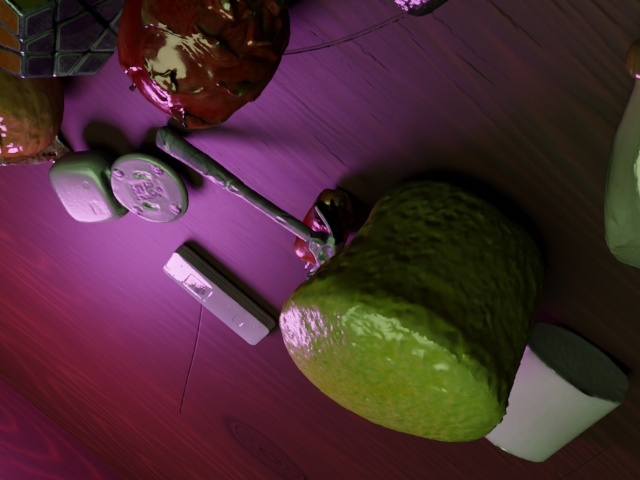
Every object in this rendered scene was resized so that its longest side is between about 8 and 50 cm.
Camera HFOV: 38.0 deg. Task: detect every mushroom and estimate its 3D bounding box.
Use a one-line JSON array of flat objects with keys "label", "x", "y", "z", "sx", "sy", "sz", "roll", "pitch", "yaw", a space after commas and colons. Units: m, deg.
[{"label": "mushroom", "x": 0.401, "y": -0.084, "z": 1.096, "sx": 0.128, "sy": 0.128, "sz": 0.350, "roll": 17, "pitch": 135, "yaw": 26}]

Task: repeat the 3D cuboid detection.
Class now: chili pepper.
[{"label": "chili pepper", "x": 0.000, "y": 0.000, "z": 1.542, "sx": 0.084, "sy": 0.086, "sz": 0.192, "roll": 29, "pitch": 140, "yaw": 1}]

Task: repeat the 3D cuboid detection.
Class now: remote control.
[{"label": "remote control", "x": -0.206, "y": 0.112, "z": 1.881, "sx": 0.250, "sy": 0.034, "sz": 0.103, "roll": 39, "pitch": 144, "yaw": -3}]

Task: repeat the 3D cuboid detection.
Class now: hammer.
[{"label": "hammer", "x": -0.129, "y": -0.073, "z": 1.533, "sx": 0.427, "sy": 0.044, "sz": 0.152, "roll": 32, "pitch": 127, "yaw": 28}]

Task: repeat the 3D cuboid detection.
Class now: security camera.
[{"label": "security camera", "x": -0.371, "y": -0.106, "z": 1.753, "sx": 0.301, "sy": 0.080, "sz": 0.157, "roll": -1, "pitch": 127, "yaw": 28}]

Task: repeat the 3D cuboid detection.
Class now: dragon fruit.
[{"label": "dragon fruit", "x": -0.156, "y": -0.280, "z": 1.257, "sx": 0.241, "sy": 0.241, "sz": 0.252, "roll": 36, "pitch": 162, "yaw": 2}]

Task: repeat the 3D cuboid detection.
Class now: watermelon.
[{"label": "watermelon", "x": -0.575, "y": -0.192, "z": 1.801, "sx": 0.158, "sy": 0.121, "sz": 0.098, "roll": 24, "pitch": 124, "yaw": 13}]

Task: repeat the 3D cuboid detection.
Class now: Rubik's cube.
[{"label": "Rubik's cube", "x": -0.398, "y": -0.381, "z": 1.311, "sx": 0.319, "sy": 0.319, "sz": 0.264, "roll": 21, "pitch": 115, "yaw": 21}]

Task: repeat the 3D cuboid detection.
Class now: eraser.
[{"label": "eraser", "x": 0.357, "y": 0.254, "z": 1.516, "sx": 0.174, "sy": 0.095, "sz": 0.270, "roll": 34, "pitch": 143, "yaw": 6}]

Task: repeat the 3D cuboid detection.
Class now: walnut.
[{"label": "walnut", "x": -0.557, "y": -0.248, "z": 1.656, "sx": 0.195, "sy": 0.195, "sz": 0.222, "roll": 25, "pitch": 137, "yaw": 16}]

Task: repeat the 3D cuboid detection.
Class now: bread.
[{"label": "bread", "x": 0.139, "y": 0.103, "z": 1.355, "sx": 0.348, "sy": 0.308, "sz": 0.348, "roll": 20, "pitch": 145, "yaw": 15}]

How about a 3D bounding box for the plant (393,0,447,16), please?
[{"label": "plant", "x": 0.136, "y": -0.322, "z": 1.081, "sx": 0.092, "sy": 0.094, "sz": 0.143, "roll": 51, "pitch": 148, "yaw": 0}]
